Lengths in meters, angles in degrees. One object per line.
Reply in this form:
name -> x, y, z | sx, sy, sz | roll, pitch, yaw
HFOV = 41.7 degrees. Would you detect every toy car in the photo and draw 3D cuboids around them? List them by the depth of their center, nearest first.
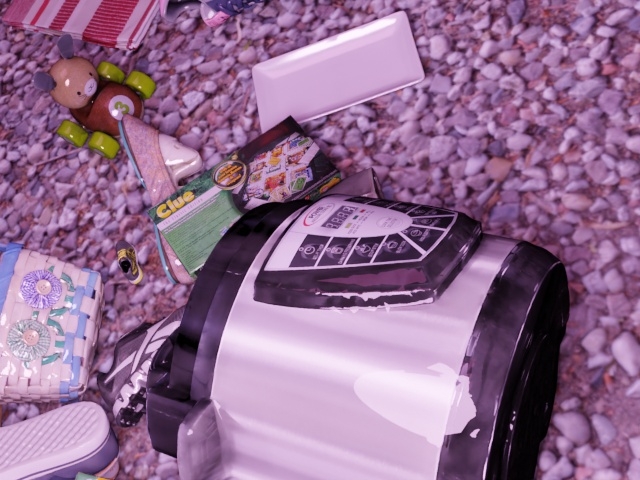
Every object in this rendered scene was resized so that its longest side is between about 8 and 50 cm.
toy car -> -0.395, -0.255, 1.404 | 0.148, 0.188, 0.155 | 21, 75, 27

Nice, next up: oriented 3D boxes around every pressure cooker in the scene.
pressure cooker -> 0.030, 0.147, 0.932 | 0.420, 0.370, 0.376 | 12, 74, 26

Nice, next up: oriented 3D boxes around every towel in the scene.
towel -> -0.431, -0.484, 1.615 | 0.328, 0.037, 0.237 | 16, 71, 24

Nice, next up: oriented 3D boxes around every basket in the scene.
basket -> -0.470, 0.117, 1.223 | 0.288, 0.201, 0.255 | 6, 67, -7

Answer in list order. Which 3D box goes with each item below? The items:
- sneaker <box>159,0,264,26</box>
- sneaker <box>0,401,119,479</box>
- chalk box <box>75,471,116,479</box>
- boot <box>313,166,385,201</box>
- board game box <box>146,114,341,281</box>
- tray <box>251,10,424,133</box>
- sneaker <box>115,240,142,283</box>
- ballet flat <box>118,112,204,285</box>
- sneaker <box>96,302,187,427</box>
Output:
sneaker -> -0.140, -0.428, 1.452 | 0.318, 0.112, 0.131 | 10, 87, 27
sneaker -> -0.434, 0.324, 1.155 | 0.321, 0.128, 0.126 | -11, 39, 0
chalk box -> -0.255, 0.385, 1.090 | 0.213, 0.132, 0.132 | 4, 68, 23
boot -> 0.000, 0.000, 1.215 | 0.208, 0.076, 0.190 | -12, 63, 8
board game box -> -0.112, -0.065, 1.223 | 0.259, 0.030, 0.136 | -34, 64, -7
tray -> 0.025, -0.261, 1.342 | 0.270, 0.030, 0.145 | -17, 62, 12
sneaker -> -0.306, 0.029, 1.328 | 0.031, 0.035, 0.083 | -34, 59, 2
ballet flat -> -0.223, -0.080, 1.317 | 0.106, 0.107, 0.316 | -24, 70, 4
sneaker -> -0.242, 0.150, 1.224 | 0.106, 0.078, 0.234 | 37, 85, 28
